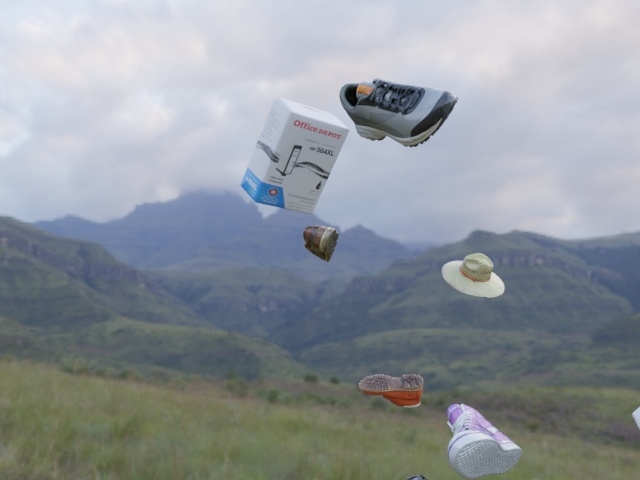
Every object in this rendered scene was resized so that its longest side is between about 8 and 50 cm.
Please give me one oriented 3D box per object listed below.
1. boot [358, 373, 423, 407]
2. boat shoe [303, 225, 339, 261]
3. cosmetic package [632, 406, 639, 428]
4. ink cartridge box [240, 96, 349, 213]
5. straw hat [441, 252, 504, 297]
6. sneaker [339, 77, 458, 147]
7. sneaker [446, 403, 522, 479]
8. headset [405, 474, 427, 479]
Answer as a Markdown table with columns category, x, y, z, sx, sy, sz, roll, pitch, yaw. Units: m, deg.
| category | x | y | z | sx | sy | sz | roll | pitch | yaw |
| --- | --- | --- | --- | --- | --- | --- | --- | --- | --- |
| boot | 0.174 | 0.378 | 1.826 | 0.158 | 0.084 | 0.059 | 1 | 31 | 8 |
| boat shoe | 0.000 | 0.000 | 1.512 | 0.060 | 0.064 | 0.178 | 20 | -8 | 8 |
| cosmetic package | 0.667 | 0.312 | 1.237 | 0.151 | 0.151 | 0.183 | 23 | -60 | -21 |
| ink cartridge box | -0.053 | -0.171 | 1.516 | 0.148 | 0.203 | 0.086 | 10 | 24 | -34 |
| straw hat | 0.348 | 0.062 | 1.646 | 0.145 | 0.144 | 0.061 | 2 | -55 | -17 |
| sneaker | 0.125 | -0.231 | 1.285 | 0.108 | 0.100 | 0.272 | 42 | -16 | -31 |
| sneaker | 0.300 | 0.409 | 1.542 | 0.161 | 0.102 | 0.282 | 44 | 7 | 36 |
| headset | 0.138 | 0.528 | 1.287 | 0.244 | 0.185 | 0.394 | -18 | -37 | -15 |
